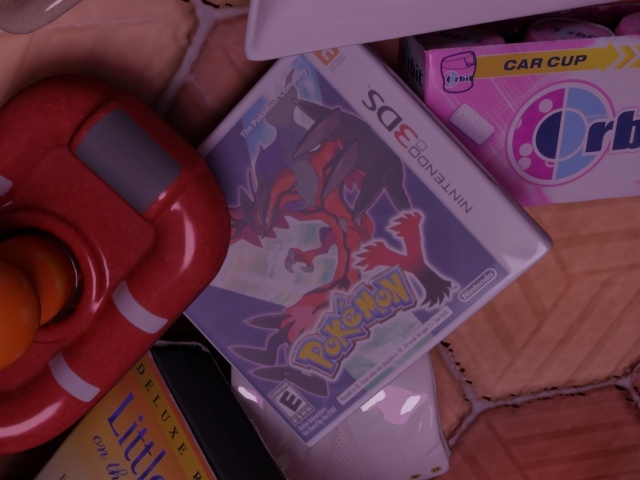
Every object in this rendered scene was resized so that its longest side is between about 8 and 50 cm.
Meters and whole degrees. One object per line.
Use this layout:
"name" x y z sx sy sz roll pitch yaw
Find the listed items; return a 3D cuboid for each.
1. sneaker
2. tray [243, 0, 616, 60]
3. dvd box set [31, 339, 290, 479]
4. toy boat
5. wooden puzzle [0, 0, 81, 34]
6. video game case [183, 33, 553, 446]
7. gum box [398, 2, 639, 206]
"sneaker" 0.018 0.191 0.658 0.169 0.108 0.292 -2 120 -7
"tray" 0.088 -0.173 0.445 0.270 0.030 0.145 -14 147 -22
"dvd box set" -0.143 0.314 0.558 0.420 0.307 0.062 -50 148 21
"toy boat" -0.164 0.026 0.473 0.151 0.151 0.231 42 106 -4
"wooden puzzle" -0.116 -0.312 0.345 0.322 0.080 0.348 -33 117 8
"video game case" 0.000 0.000 0.521 0.183 0.023 0.201 47 113 2
"gum box" 0.145 -0.083 0.544 0.188 0.062 0.107 -6 122 -8
